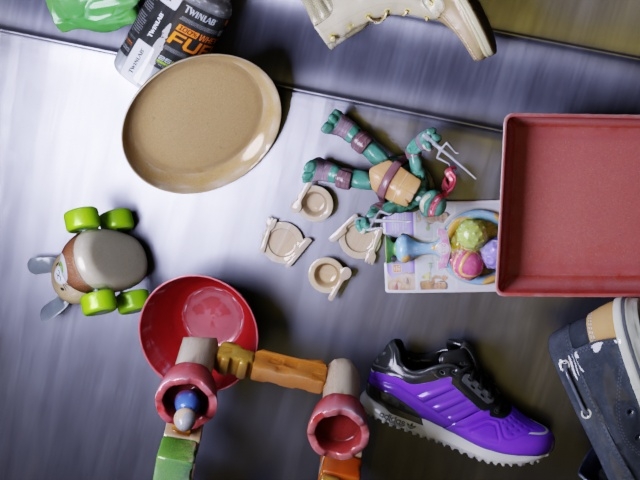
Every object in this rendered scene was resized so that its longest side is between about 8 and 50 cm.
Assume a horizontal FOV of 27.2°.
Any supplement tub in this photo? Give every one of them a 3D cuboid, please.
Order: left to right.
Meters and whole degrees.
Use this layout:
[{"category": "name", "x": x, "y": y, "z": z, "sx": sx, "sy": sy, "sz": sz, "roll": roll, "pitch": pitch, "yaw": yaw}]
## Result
[{"category": "supplement tub", "x": -0.202, "y": -0.302, "z": 1.872, "sx": 0.117, "sy": 0.117, "sz": 0.190, "roll": 32, "pitch": 106, "yaw": 2}]

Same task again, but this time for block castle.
[{"category": "block castle", "x": -0.108, "y": 0.379, "z": 1.902, "sx": 0.303, "sy": 0.213, "sz": 0.453, "roll": 12, "pitch": 118, "yaw": -3}]

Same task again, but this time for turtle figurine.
[{"category": "turtle figurine", "x": 0.098, "y": -0.085, "z": 1.870, "sx": 0.234, "sy": 0.118, "sz": 0.175, "roll": 28, "pitch": 86, "yaw": 19}]

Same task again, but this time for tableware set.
[{"category": "tableware set", "x": 0.000, "y": 0.000, "z": 1.956, "sx": 0.169, "sy": 0.020, "sz": 0.141, "roll": 35, "pitch": 106, "yaw": 1}]

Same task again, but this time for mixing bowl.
[{"category": "mixing bowl", "x": -0.170, "y": 0.127, "z": 1.973, "sx": 0.181, "sy": 0.098, "sz": 0.181, "roll": 2, "pitch": 103, "yaw": 10}]

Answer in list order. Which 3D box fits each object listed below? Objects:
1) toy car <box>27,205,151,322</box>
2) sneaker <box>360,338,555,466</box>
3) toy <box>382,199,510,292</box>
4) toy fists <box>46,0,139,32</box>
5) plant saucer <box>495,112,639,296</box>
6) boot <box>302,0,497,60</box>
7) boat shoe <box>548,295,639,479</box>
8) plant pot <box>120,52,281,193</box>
[{"category": "toy car", "x": -0.368, "y": 0.050, "z": 1.978, "sx": 0.188, "sy": 0.149, "sz": 0.155, "roll": -19, "pitch": 79, "yaw": 31}, {"category": "sneaker", "x": 0.211, "y": 0.224, "z": 1.928, "sx": 0.293, "sy": 0.102, "sz": 0.146, "roll": 18, "pitch": 104, "yaw": 5}, {"category": "toy", "x": 0.207, "y": 0.014, "z": 1.905, "sx": 0.237, "sy": 0.056, "sz": 0.137, "roll": 0, "pitch": 104, "yaw": 10}, {"category": "toy fists", "x": -0.330, "y": -0.435, "z": 1.878, "sx": 0.142, "sy": 0.096, "sz": 0.279, "roll": -8, "pitch": 103, "yaw": 22}, {"category": "plant saucer", "x": 0.374, "y": -0.051, "z": 1.846, "sx": 0.258, "sy": 0.048, "sz": 0.259, "roll": 0, "pitch": 104, "yaw": -3}, {"category": "boot", "x": 0.101, "y": -0.317, "z": 1.827, "sx": 0.203, "sy": 0.095, "sz": 0.262, "roll": -36, "pitch": 93, "yaw": 15}, {"category": "boat shoe", "x": 0.453, "y": 0.325, "z": 1.873, "sx": 0.156, "sy": 0.187, "sz": 0.500, "roll": -17, "pitch": 99, "yaw": 22}, {"category": "plant pot", "x": -0.172, "y": -0.170, "z": 1.881, "sx": 0.236, "sy": 0.032, "sz": 0.236, "roll": -13, "pitch": 132, "yaw": -15}]
